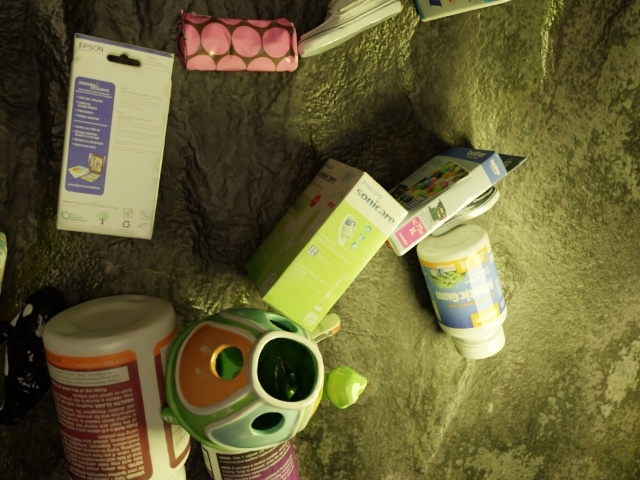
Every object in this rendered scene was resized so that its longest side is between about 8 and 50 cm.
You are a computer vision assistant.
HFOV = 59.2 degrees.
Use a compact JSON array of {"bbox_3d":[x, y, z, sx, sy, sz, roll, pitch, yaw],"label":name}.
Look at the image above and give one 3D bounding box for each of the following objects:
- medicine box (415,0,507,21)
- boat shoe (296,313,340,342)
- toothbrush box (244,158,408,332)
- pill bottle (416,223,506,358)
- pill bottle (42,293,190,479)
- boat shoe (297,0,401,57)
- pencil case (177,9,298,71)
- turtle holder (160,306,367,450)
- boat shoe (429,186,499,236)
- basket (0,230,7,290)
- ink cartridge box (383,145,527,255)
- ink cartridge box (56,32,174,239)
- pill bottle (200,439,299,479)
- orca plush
[{"bbox_3d":[0.256,-0.540,0.954,0.149,0.289,0.264,-27,110,-11],"label":"medicine box"},{"bbox_3d":[-0.020,0.199,1.203,0.136,0.049,0.043,-22,149,-10],"label":"boat shoe"},{"bbox_3d":[0.000,0.000,1.068,0.122,0.206,0.283,40,91,-22],"label":"toothbrush box"},{"bbox_3d":[0.316,0.114,1.222,0.152,0.152,0.272,-24,109,-9],"label":"pill bottle"},{"bbox_3d":[-0.360,0.317,1.036,0.223,0.224,0.393,-6,106,-15],"label":"pill bottle"},{"bbox_3d":[0.043,-0.415,1.047,0.226,0.083,0.076,-31,101,-19],"label":"boat shoe"},{"bbox_3d":[-0.144,-0.349,0.994,0.209,0.095,0.098,-4,105,-18],"label":"pencil case"},{"bbox_3d":[-0.092,0.249,0.955,0.320,0.227,0.243,44,51,-18],"label":"turtle holder"},{"bbox_3d":[0.296,-0.087,1.208,0.183,0.065,0.083,-30,112,-6],"label":"boat shoe"},{"bbox_3d":[-0.664,0.054,0.884,0.288,0.201,0.255,10,102,-29],"label":"basket"},{"bbox_3d":[0.231,-0.102,1.120,0.311,0.186,0.065,-35,109,-6],"label":"ink cartridge box"},{"bbox_3d":[-0.359,-0.175,0.990,0.165,0.065,0.333,8,103,-18],"label":"ink cartridge box"},{"bbox_3d":[-0.145,0.439,1.155,0.181,0.181,0.323,-12,108,-13],"label":"pill bottle"},{"bbox_3d":[-0.544,0.232,1.022,0.151,0.102,0.287,35,93,-22],"label":"orca plush"}]
